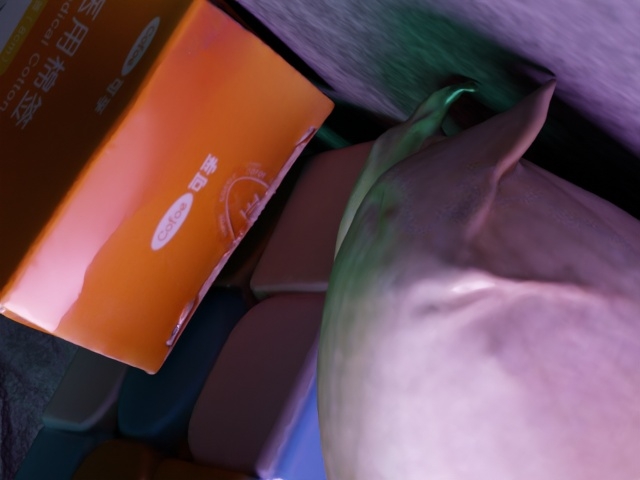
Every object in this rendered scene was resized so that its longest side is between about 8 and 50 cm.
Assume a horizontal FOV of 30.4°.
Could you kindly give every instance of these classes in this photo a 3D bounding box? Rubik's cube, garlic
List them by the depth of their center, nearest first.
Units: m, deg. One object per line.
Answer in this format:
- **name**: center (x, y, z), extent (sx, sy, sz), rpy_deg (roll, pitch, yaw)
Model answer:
- **garlic**: center (0.111, 0.070, 0.532), extent (0.313, 0.286, 0.249), rpy_deg (29, 137, -24)
- **Rubik's cube**: center (0.020, 0.167, 0.849), extent (0.347, 0.344, 0.346), rpy_deg (35, 160, -28)

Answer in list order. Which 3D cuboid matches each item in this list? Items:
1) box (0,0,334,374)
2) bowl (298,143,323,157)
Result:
- **box**: center (-0.178, -0.090, 0.822), extent (0.143, 0.225, 0.341), rpy_deg (33, -179, -44)
- **bowl**: center (-0.069, -0.012, 1.188), extent (0.337, 0.158, 0.337), rpy_deg (1, -159, 0)
